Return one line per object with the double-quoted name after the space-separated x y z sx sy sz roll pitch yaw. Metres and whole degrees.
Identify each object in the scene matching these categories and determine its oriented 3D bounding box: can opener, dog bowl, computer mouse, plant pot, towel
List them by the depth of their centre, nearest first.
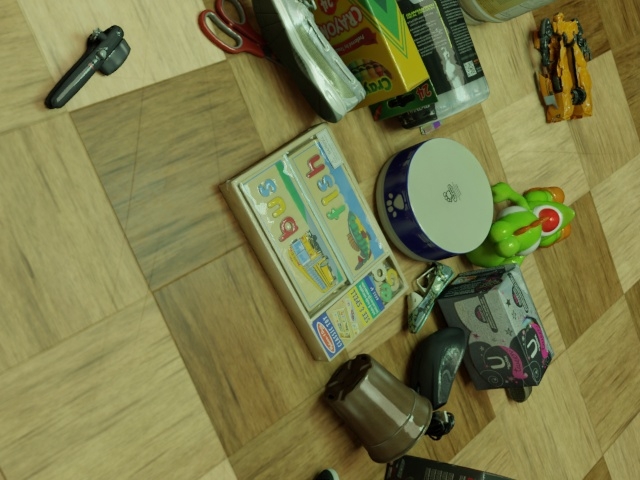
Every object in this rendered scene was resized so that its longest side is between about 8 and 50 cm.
-0.382 -0.284 1.192 0.073 0.059 0.186 47 60 -24 "can opener"
0.106 0.324 1.442 0.165 0.167 0.167 46 60 -16 "plant pot"
0.236 0.292 1.550 0.072 0.188 0.272 30 58 -12 "computer mouse"
0.256 -0.089 1.608 0.265 0.104 0.265 9 74 -33 "dog bowl"
0.257 -0.288 1.705 0.083 0.009 0.060 -33 104 -35 "towel"

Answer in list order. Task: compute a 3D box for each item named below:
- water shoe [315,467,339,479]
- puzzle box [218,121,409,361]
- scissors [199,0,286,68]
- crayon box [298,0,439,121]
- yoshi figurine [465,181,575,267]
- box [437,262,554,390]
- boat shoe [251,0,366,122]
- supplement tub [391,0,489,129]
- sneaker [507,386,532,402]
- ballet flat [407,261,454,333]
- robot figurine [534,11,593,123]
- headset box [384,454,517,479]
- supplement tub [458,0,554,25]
-0.033 0.514 1.364 0.080 0.073 0.203 42 62 -24 "water shoe"
0.000 0.000 1.456 0.272 0.052 0.409 -38 108 -33 "puzzle box"
-0.110 -0.365 1.434 0.297 0.021 0.109 38 62 -29 "scissors"
0.089 -0.389 1.469 0.081 0.202 0.319 -37 107 -33 "crayon box"
0.467 -0.025 1.770 0.362 0.203 0.203 -18 137 -51 "yoshi figurine"
0.403 0.200 1.652 0.142 0.163 0.247 -40 109 -48 "box"
-0.025 -0.382 1.401 0.103 0.118 0.320 -40 112 -15 "boat shoe"
0.214 -0.427 1.562 0.207 0.207 0.338 -28 101 -36 "supplement tub"
0.482 0.301 1.791 0.071 0.066 0.188 -21 103 -53 "sneaker"
0.229 0.122 1.618 0.070 0.070 0.188 50 57 -22 "ballet flat"
0.660 -0.473 1.982 0.211 0.085 0.291 -13 94 -37 "robot figurine"
0.252 0.555 1.436 0.110 0.293 0.218 22 73 -33 "headset box"
0.462 -0.650 1.705 0.228 0.316 0.228 4 83 -37 "supplement tub"
